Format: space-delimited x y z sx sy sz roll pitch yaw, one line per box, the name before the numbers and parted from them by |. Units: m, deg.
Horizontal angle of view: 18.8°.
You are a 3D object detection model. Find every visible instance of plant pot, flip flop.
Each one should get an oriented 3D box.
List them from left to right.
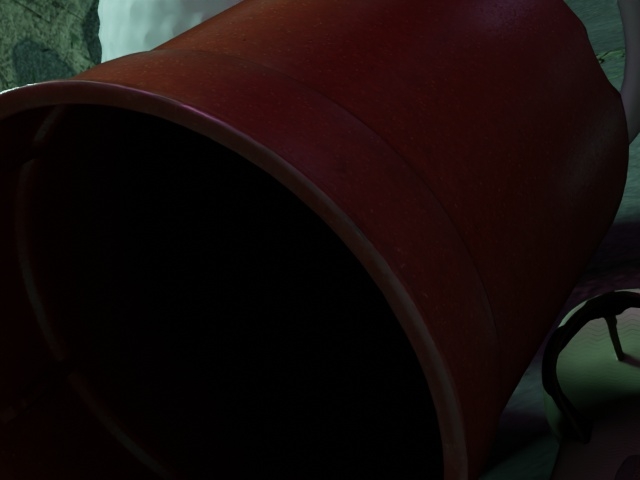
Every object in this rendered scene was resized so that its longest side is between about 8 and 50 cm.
plant pot | 0.000 0.000 0.874 0.272 0.272 0.265 -7 23 36
flip flop | 0.145 0.069 0.898 0.112 0.080 0.277 -13 14 16

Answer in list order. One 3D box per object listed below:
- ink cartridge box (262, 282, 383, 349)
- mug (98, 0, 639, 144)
ink cartridge box | -0.055 0.088 1.052 0.218 0.092 0.158 -28 16 -33
mug | 0.038 -0.116 1.252 0.374 0.328 0.276 -10 15 27
